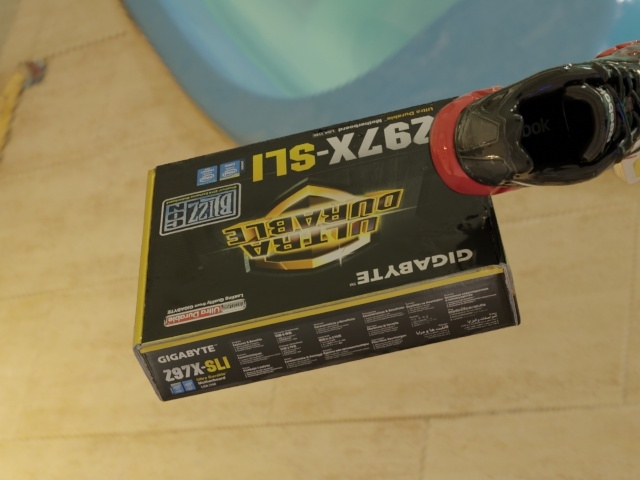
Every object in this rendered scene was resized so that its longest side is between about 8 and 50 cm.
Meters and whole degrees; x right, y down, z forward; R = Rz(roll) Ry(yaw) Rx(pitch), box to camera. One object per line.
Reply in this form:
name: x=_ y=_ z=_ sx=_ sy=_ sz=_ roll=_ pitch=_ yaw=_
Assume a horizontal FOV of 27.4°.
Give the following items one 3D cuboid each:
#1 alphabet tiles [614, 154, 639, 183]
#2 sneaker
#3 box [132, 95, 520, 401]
alphabet tiles: x=0.404 y=-0.178 z=1.331 sx=0.284 sy=0.278 sz=0.021 roll=-41 pitch=59 yaw=-2
sneaker: x=0.232 y=-0.105 z=1.080 sx=0.276 sy=0.098 sz=0.135 roll=-18 pitch=7 yaw=-18
box: x=0.000 y=0.000 z=1.192 sx=0.322 sy=0.079 sz=0.257 roll=-12 pitch=37 yaw=7
